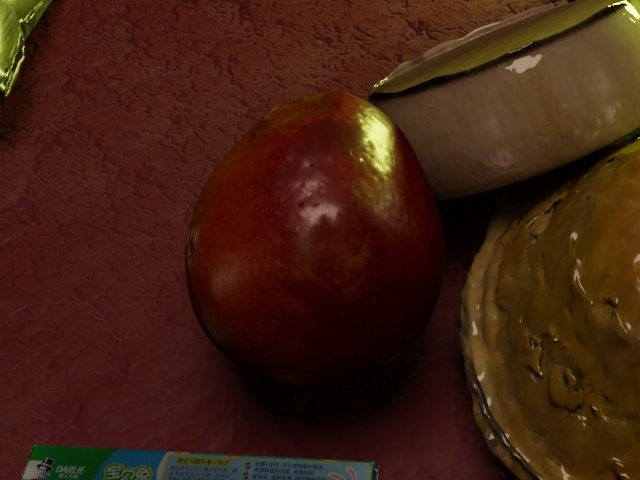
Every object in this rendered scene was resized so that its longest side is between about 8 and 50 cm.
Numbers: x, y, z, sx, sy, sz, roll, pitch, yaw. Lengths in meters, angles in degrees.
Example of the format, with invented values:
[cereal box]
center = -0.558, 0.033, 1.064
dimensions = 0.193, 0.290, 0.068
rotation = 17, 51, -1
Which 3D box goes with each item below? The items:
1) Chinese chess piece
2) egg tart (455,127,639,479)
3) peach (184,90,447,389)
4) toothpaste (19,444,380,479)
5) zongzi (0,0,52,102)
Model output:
[Chinese chess piece]
center = 0.166, -0.126, 1.148
dimensions = 0.257, 0.104, 0.257
rotation = -21, 13, 5
[egg tart]
center = 0.311, 0.038, 1.000
dimensions = 0.443, 0.178, 0.443
rotation = -5, 49, 6
[peach]
center = 0.000, 0.000, 1.046
dimensions = 0.199, 0.243, 0.243
rotation = 17, 47, -12
[toothpaste]
center = -0.088, 0.194, 0.999
dimensions = 0.266, 0.065, 0.050
rotation = 1, 48, 11
[zongzi]
center = -0.404, -0.284, 1.384
dimensions = 0.138, 0.286, 0.300
rotation = -32, 23, 39
